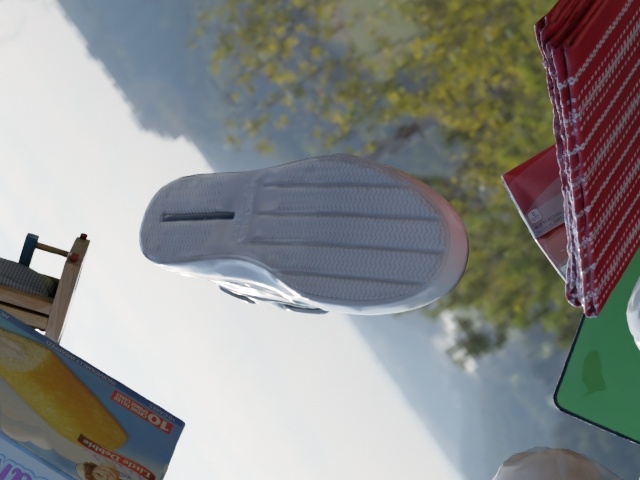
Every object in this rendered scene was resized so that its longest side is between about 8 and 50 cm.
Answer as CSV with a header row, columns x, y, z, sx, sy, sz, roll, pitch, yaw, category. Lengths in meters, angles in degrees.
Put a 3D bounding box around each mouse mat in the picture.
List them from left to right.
x,y,z,sx,sy,sz,roll,pitch,yaw,category
0.312,0.100,1.362,0.152,0.190,0.007,23,-161,19,mouse mat

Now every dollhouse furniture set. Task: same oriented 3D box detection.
x,y,z,sx,sy,sz,roll,pitch,yaw,category
-0.248,0.025,1.121,0.129,0.129,0.184,18,-164,-7,dollhouse furniture set

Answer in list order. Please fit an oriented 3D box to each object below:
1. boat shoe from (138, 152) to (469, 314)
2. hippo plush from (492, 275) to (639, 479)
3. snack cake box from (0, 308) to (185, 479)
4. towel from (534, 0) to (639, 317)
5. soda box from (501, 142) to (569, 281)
x,y,z,sx,sy,sz,roll,pitch,yaw,category
0.000,0.000,1.194,0.335,0.121,0.119,9,168,44,boat shoe
0.253,0.114,0.766,0.294,0.236,0.234,17,-171,-36,hippo plush
-0.221,0.098,0.861,0.264,0.089,0.152,33,-168,-5,snack cake box
0.217,-0.101,1.052,0.031,0.199,0.275,18,144,29,towel
0.299,-0.075,1.292,0.092,0.263,0.083,48,-165,-49,soda box
